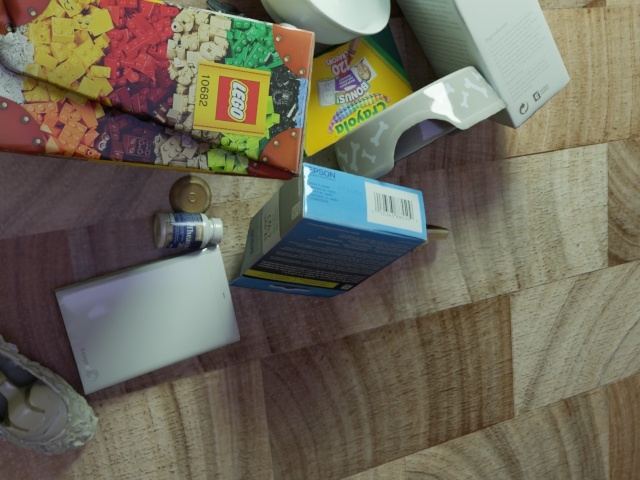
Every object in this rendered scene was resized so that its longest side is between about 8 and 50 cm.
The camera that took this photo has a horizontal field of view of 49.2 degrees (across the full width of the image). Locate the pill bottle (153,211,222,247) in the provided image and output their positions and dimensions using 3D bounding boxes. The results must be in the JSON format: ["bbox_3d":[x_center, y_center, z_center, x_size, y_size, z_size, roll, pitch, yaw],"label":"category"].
[{"bbox_3d":[-0.248,-0.018,1.313,0.120,0.067,0.067,1,98,-26],"label":"pill bottle"}]

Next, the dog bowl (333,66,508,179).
[{"bbox_3d":[0.180,-0.215,1.350,0.348,0.349,0.102,-29,92,-19],"label":"dog bowl"}]

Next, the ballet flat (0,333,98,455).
[{"bbox_3d":[-0.545,0.251,1.178,0.147,0.147,0.409,-48,116,-12],"label":"ballet flat"}]

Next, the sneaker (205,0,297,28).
[{"bbox_3d":[-0.134,-0.347,1.211,0.153,0.268,0.101,15,104,-22],"label":"sneaker"}]

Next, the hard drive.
[{"bbox_3d":[-0.319,0.143,1.322,0.307,0.040,0.203,-17,106,-23],"label":"hard drive"}]

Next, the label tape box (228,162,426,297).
[{"bbox_3d":[0.000,0.000,1.333,0.249,0.347,0.115,10,65,-26],"label":"label tape box"}]

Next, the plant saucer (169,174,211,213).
[{"bbox_3d":[-0.246,-0.082,1.333,0.083,0.015,0.084,-5,101,-26],"label":"plant saucer"}]

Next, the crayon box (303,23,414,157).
[{"bbox_3d":[0.037,-0.301,1.398,0.278,0.081,0.165,-31,110,-19],"label":"crayon box"}]

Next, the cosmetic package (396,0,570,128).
[{"bbox_3d":[0.286,-0.458,1.369,0.161,0.230,0.453,-41,123,-5],"label":"cosmetic package"}]

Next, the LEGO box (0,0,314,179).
[{"bbox_3d":[-0.285,-0.216,1.019,0.372,0.500,0.193,3,98,-27],"label":"LEGO box"}]

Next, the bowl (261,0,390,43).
[{"bbox_3d":[-0.021,-0.471,1.281,0.297,0.134,0.298,24,52,-34],"label":"bowl"}]

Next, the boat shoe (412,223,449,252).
[{"bbox_3d":[0.204,-0.003,1.545,0.170,0.063,0.059,-2,102,-16],"label":"boat shoe"}]
